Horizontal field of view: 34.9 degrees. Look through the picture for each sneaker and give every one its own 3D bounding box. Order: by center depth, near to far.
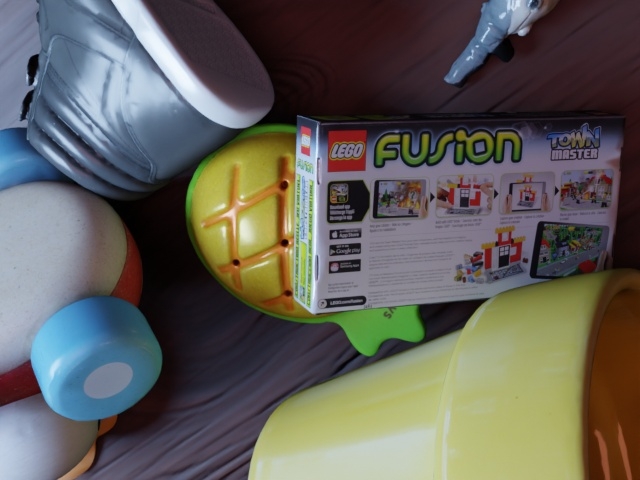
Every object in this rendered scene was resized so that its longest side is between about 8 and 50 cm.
[{"bbox_3d":[-0.164,-0.153,0.653,0.147,0.104,0.296,-41,78,31],"label":"sneaker"}]

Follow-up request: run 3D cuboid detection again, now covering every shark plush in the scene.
[{"bbox_3d":[0.125,-0.172,0.640,0.067,0.073,0.161,36,129,21],"label":"shark plush"}]

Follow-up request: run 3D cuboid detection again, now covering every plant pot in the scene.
[{"bbox_3d":[0.095,0.158,0.611,0.239,0.254,0.254,-12,101,33],"label":"plant pot"}]

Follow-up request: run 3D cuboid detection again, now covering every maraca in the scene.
[{"bbox_3d":[0.000,0.000,0.665,0.185,0.099,0.127,30,109,-3],"label":"maraca"}]

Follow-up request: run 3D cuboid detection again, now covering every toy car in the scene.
[{"bbox_3d":[-0.199,0.090,0.706,0.210,0.219,0.238,-29,140,-8],"label":"toy car"}]

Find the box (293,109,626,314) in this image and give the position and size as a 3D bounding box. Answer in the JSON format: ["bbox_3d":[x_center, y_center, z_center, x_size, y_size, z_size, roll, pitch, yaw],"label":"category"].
[{"bbox_3d":[0.087,-0.021,0.622,0.207,0.036,0.114,-3,103,-20],"label":"box"}]
